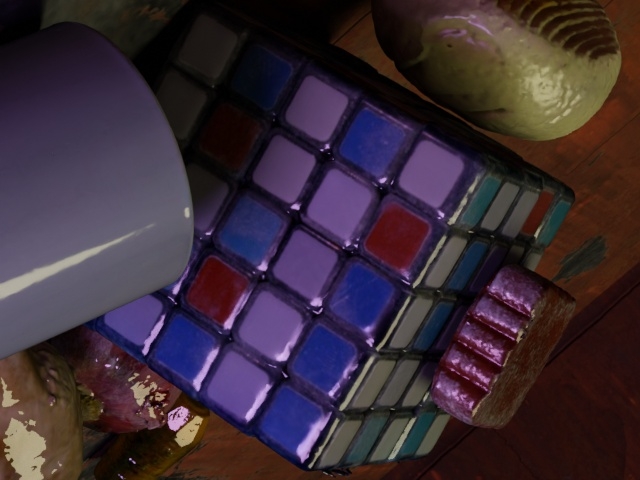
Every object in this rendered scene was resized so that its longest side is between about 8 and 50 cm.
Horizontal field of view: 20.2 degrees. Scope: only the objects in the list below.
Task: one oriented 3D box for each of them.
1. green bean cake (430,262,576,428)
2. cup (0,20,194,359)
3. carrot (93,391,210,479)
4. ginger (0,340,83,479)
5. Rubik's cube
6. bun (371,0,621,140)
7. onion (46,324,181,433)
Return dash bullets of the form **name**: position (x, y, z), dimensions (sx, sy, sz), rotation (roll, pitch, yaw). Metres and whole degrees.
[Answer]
- **green bean cake**: position (0.149, 0.088, 1.484), dimensions (0.136, 0.056, 0.135), rotation (-60, 161, 2)
- **cup**: position (-0.264, -0.006, 1.219), dimensions (0.312, 0.205, 0.205), rotation (-26, 159, -33)
- **carrot**: position (-0.205, 0.251, 2.227), dimensions (0.173, 0.082, 0.082), rotation (-49, 160, 24)
- **ginger**: position (-0.356, 0.174, 1.575), dimensions (0.304, 0.155, 0.244), rotation (-7, 148, -18)
- **Rubik's cube**: position (0.000, 0.000, 1.511), dimensions (0.293, 0.287, 0.292), rotation (-62, 159, 10)
- **bun**: position (0.148, -0.188, 1.604), dimensions (0.153, 0.244, 0.244), rotation (-42, 164, 31)
- **onion**: position (-0.194, 0.091, 1.747), dimensions (0.159, 0.159, 0.195), rotation (-58, -174, 49)
